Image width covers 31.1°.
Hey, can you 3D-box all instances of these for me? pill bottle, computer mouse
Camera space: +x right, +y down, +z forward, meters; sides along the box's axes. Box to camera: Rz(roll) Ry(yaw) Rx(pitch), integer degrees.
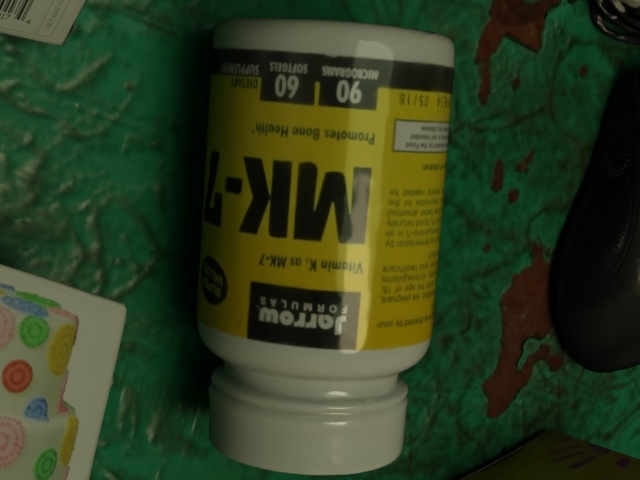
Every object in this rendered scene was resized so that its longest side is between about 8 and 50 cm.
[{"bbox_3d":[0.000,0.000,0.568,0.119,0.119,0.209,-2,99,-36],"label":"pill bottle"},{"bbox_3d":[0.232,-0.039,0.763,0.188,0.072,0.272,14,89,-38],"label":"computer mouse"}]

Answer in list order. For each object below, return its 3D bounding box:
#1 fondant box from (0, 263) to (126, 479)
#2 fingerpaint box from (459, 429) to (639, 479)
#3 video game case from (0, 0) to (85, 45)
[{"bbox_3d":[-0.224,0.149,0.402,0.238,0.096,0.331,22,72,-37],"label":"fondant box"},{"bbox_3d":[0.051,0.368,0.643,0.444,0.163,0.371,-18,108,-33],"label":"fingerpaint box"},{"bbox_3d":[-0.153,-0.180,0.394,0.232,0.042,0.210,5,130,-42],"label":"video game case"}]
